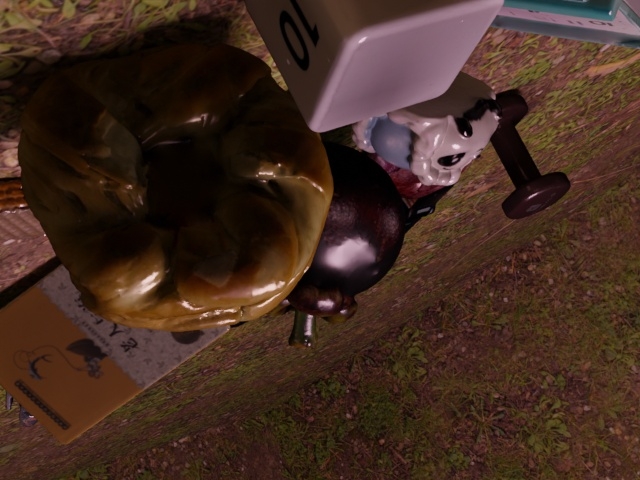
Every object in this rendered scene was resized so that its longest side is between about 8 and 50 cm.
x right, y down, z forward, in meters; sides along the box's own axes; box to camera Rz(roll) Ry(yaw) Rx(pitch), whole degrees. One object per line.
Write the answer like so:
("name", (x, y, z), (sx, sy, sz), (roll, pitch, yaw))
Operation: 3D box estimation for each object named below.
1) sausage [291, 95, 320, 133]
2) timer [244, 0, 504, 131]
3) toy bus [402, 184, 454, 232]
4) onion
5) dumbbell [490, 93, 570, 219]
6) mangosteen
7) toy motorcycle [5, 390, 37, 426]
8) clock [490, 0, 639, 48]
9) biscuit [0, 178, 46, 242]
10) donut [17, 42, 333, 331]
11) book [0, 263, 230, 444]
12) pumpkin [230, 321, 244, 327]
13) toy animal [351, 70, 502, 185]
("sausage", (0.029, -0.221, 1.311), (0.371, 0.082, 0.082), (-32, 163, 22))
("timer", (0.051, -0.264, 0.990), (0.194, 0.195, 0.192), (-19, 162, -22))
("toy bus", (0.163, -0.049, 2.008), (0.093, 0.092, 0.409), (-14, 160, -31))
("onion", (0.185, -0.144, 1.706), (0.227, 0.120, 0.283), (-5, 154, -41))
("dumbbell", (0.380, -0.163, 1.753), (0.124, 0.225, 0.140), (-15, 159, -26))
("mangosteen", (-0.006, -0.013, 1.485), (0.297, 0.297, 0.313), (-39, -157, 36))
("toy motorcycle", (-0.522, 0.234, 1.675), (0.108, 0.173, 0.307), (-14, 158, -42))
("clock", (0.274, -0.329, 1.125), (0.231, 0.262, 0.116), (-1, 106, -61))
("biscuit", (-0.466, -0.032, 1.151), (0.379, 0.054, 0.094), (-10, 156, -45))
("donut", (-0.166, -0.068, 1.037), (0.360, 0.360, 0.170), (-21, 164, -19))
("book", (-0.383, 0.159, 1.526), (0.389, 0.269, 0.032), (-36, -162, 13))
("pumpkin", (-0.215, 0.082, 1.631), (0.250, 0.216, 0.250), (6, 174, 1))
("toy animal", (0.165, -0.177, 1.406), (0.208, 0.204, 0.156), (-34, 148, -45))
